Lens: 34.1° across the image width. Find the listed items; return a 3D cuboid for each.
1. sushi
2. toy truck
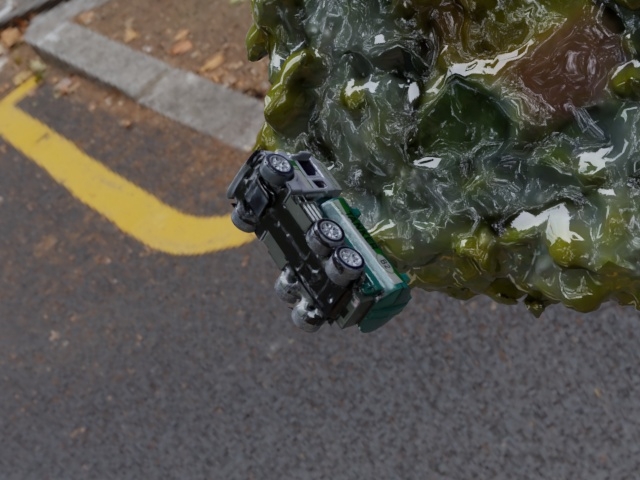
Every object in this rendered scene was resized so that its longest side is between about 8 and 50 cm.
[{"bbox_3d":[0.115,-0.154,0.623,0.351,0.397,0.240,0,6,25],"label":"sushi"},{"bbox_3d":[0.000,0.000,0.429,0.083,0.044,0.039,55,131,26],"label":"toy truck"}]
